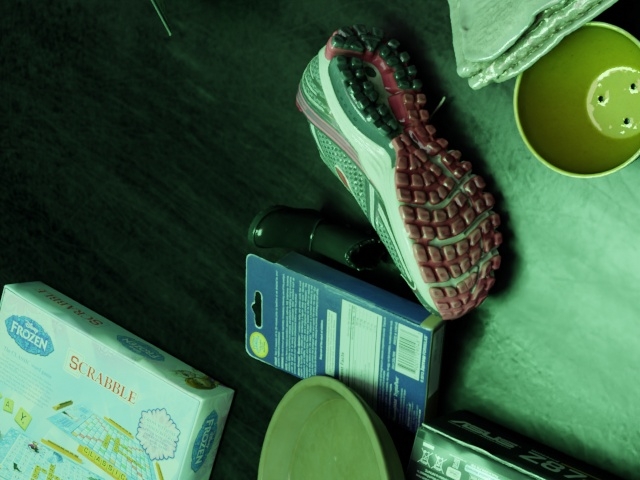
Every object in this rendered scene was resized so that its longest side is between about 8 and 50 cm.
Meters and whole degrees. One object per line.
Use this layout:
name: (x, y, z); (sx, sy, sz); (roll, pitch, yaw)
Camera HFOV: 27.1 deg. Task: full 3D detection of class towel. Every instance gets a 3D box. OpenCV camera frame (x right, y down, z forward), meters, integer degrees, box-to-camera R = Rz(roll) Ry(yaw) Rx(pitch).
towel: (0.222, -0.265, 1.155); (0.282, 0.049, 0.187); (-37, 34, 28)

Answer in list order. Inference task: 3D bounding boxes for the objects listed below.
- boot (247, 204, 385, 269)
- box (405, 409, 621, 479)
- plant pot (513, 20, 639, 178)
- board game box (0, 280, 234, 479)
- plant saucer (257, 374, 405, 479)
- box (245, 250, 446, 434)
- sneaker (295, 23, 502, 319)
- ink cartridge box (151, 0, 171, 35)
boot: (0.000, 0.001, 1.336); (0.099, 0.121, 0.045); (27, 109, 34)
box: (0.237, 0.378, 1.230); (0.394, 0.097, 0.318); (20, 103, 30)
plant pot: (0.252, -0.124, 1.177); (0.134, 0.095, 0.134); (3, 96, 32)
board game box: (-0.278, 0.254, 1.560); (0.318, 0.066, 0.318); (26, 108, 28)
plant saucer: (0.012, 0.274, 1.331); (0.278, 0.041, 0.278); (-8, 81, 61)
box: (0.021, 0.097, 1.350); (0.225, 0.036, 0.136); (22, 128, 28)
sneaker: (0.076, -0.060, 1.294); (0.112, 0.120, 0.299); (-41, 68, 50)
ink cartridge box: (-0.220, -0.386, 1.369); (0.065, 0.165, 0.333); (-12, 72, 3)
